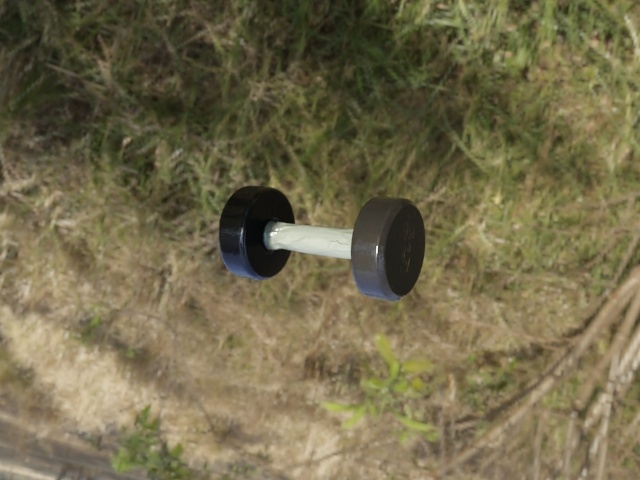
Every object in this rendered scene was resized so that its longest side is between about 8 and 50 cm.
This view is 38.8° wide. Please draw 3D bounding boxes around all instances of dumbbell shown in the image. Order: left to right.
[{"bbox_3d":[0.000,0.000,0.902,0.191,0.100,0.100,7,165,31],"label":"dumbbell"}]
